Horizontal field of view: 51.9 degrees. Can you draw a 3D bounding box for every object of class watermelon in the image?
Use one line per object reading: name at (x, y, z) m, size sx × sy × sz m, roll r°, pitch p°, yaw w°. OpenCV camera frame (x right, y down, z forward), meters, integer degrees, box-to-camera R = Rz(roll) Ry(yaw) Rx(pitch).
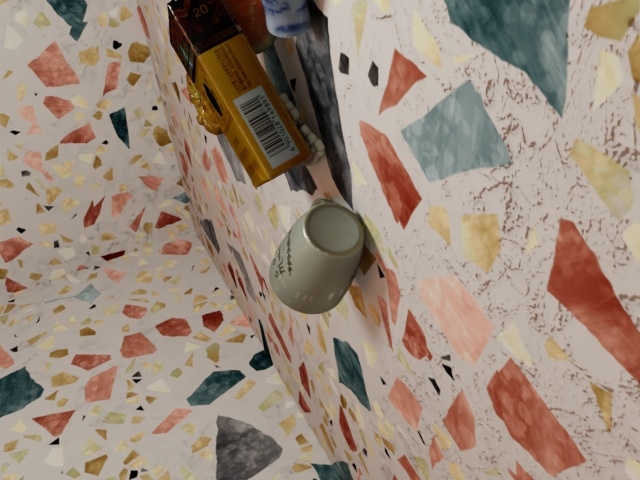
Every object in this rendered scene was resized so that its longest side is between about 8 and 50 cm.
watermelon at (-0.145, -0.499, 1.385) m, size 0.245 × 0.119 × 0.063 m, roll 79°, pitch 176°, yaw -48°

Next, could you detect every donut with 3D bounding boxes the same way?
donut at (-0.328, -0.433, 2.011) m, size 0.227 × 0.113 × 0.227 m, roll 55°, pitch 157°, yaw 38°

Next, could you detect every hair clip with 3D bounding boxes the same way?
hair clip at (-0.051, -0.252, 1.508) m, size 0.220 × 0.054 × 0.140 m, roll 57°, pitch 158°, yaw 23°

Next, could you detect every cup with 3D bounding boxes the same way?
cup at (0.000, 0.000, 1.463) m, size 0.234 × 0.186 × 0.258 m, roll 116°, pitch 160°, yaw -55°

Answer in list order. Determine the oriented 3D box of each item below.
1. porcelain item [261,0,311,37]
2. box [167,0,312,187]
porcelain item at (-0.075, -0.495, 1.174) m, size 0.141 × 0.141 × 0.259 m, roll 56°, pitch 166°, yaw 37°
box at (-0.188, -0.328, 1.456) m, size 0.415 × 0.115 × 0.264 m, roll 59°, pitch 171°, yaw -7°
